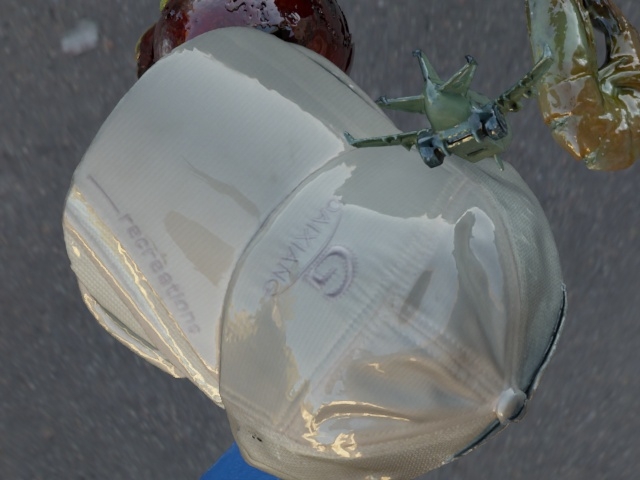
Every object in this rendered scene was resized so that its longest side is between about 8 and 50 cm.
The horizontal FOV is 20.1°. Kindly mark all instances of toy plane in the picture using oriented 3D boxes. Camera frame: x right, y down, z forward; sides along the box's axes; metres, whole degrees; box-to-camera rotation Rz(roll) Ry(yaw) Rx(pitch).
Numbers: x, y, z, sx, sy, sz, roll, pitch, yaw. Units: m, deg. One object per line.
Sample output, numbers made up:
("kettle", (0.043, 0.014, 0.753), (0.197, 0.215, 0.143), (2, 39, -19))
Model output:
("toy plane", (0.052, -0.043, 0.644), (0.080, 0.083, 0.033), (-24, 67, 19))

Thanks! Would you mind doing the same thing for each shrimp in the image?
("shrimp", (0.258, -0.197, 1.763), (0.145, 0.061, 0.267), (-14, 78, -27))

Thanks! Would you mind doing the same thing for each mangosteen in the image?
("mangosteen", (-0.067, -0.161, 1.464), (0.166, 0.166, 0.180), (-42, 47, -10))

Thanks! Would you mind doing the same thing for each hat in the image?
("hat", (0.000, 0.000, 0.918), (0.226, 0.164, 0.219), (43, 80, -30))

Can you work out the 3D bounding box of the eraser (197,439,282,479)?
("eraser", (-0.043, 0.240, 1.647), (0.144, 0.042, 0.312), (14, 39, 28))
